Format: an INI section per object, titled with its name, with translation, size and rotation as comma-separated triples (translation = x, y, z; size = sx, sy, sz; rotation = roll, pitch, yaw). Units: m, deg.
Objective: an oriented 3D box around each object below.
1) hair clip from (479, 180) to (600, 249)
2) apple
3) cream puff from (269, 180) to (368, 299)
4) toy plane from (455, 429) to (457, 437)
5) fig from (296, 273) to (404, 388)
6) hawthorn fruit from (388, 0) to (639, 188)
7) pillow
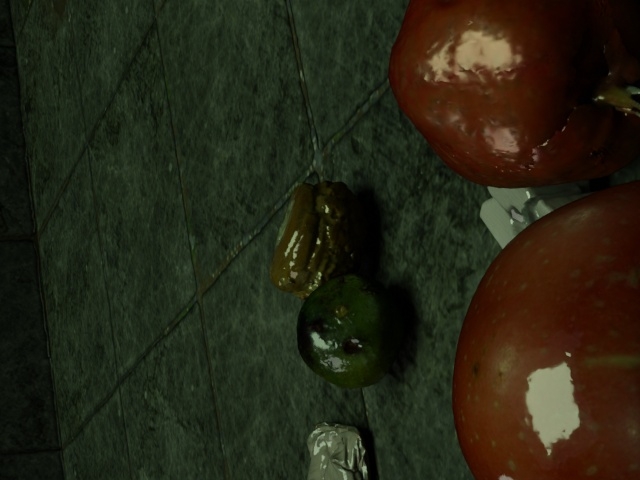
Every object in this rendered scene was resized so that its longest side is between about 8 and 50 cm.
[hair clip]
translation = 0.217, 0.021, 1.113
size = 0.331, 0.085, 0.101
rotation = -123, 25, -53
[apple]
translation = 0.207, 0.083, 0.838
size = 0.216, 0.260, 0.260
rotation = 171, 97, -69
[cream puff]
translation = 0.003, 0.001, 1.584
size = 0.126, 0.103, 0.144
rotation = -171, 97, -80
[toy plane]
translation = 0.190, 0.226, 1.207
size = 0.286, 0.108, 0.092
rotation = -112, 28, -62
[fig]
translation = 0.041, 0.113, 1.538
size = 0.156, 0.123, 0.123
rotation = 54, -164, -58
[hawthorn fruit]
translation = 0.183, -0.134, 1.075
size = 0.299, 0.211, 0.211
rotation = 27, 116, 56
[pillow]
translation = 0.021, 0.344, 1.640
size = 0.135, 0.049, 0.248
rotation = -6, 89, 61
